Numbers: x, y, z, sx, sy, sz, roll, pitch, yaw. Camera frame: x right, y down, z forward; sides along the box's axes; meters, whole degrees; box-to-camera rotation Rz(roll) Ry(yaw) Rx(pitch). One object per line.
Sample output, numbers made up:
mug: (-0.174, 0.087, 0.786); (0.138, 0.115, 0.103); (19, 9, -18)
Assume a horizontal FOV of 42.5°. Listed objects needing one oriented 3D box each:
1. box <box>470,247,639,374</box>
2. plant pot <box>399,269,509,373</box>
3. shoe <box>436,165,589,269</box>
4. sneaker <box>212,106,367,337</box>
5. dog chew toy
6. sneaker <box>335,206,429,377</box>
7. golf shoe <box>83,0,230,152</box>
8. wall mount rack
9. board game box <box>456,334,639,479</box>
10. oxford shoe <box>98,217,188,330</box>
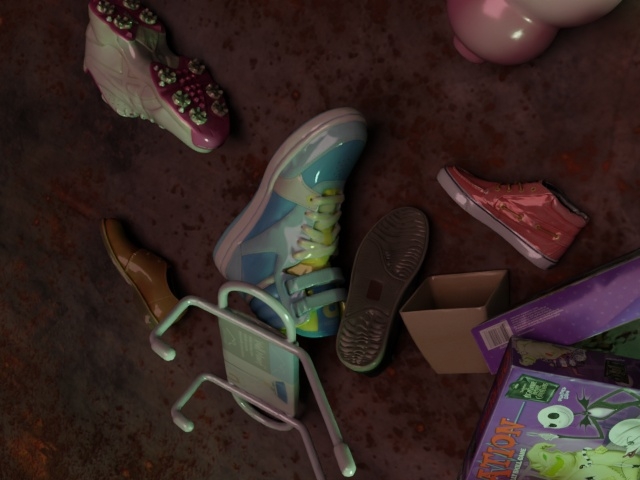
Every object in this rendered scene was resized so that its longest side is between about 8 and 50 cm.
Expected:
box: (0.324, 0.044, 0.854); (0.293, 0.201, 0.057); (-29, 82, 31)
plant pot: (0.174, 0.104, 1.010); (0.109, 0.109, 0.096); (-6, 109, 30)
shoe: (0.228, -0.050, 0.977); (0.178, 0.063, 0.081); (41, 114, 12)
sneaker: (0.000, 0.000, 1.060); (0.208, 0.127, 0.319); (57, 130, 26)
dog chew toy: (0.255, -0.319, 0.846); (0.207, 0.206, 0.332); (51, 126, 14)
sneaker: (0.083, 0.069, 1.073); (0.083, 0.118, 0.222); (20, 78, 16)
golf shoe: (-0.245, -0.221, 1.204); (0.306, 0.115, 0.140); (50, 129, 21)
wall mount rack: (-0.065, 0.219, 1.058); (0.304, 0.130, 0.350); (26, 146, 19)
board game box: (0.262, 0.250, 0.887); (0.208, 0.056, 0.347); (12, 131, 6)
oxford shoe: (-0.276, 0.042, 1.287); (0.076, 0.076, 0.212); (-35, 76, -1)
